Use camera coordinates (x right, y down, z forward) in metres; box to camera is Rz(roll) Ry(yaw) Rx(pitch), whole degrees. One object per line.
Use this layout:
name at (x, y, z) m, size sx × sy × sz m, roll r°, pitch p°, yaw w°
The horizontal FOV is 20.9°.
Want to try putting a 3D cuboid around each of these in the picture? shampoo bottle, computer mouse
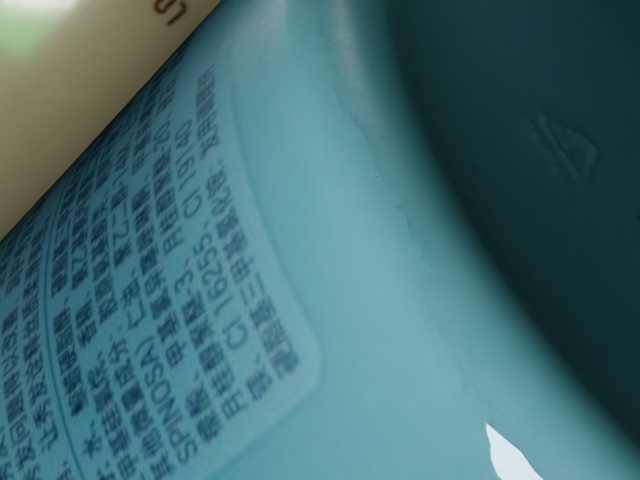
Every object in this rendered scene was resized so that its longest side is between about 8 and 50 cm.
shampoo bottle at (0.022, 0.099, 0.593) m, size 0.331 × 0.331 × 0.342 m, roll 35°, pitch 122°, yaw -17°
computer mouse at (-0.133, -0.066, 0.684) m, size 0.236 × 0.082 × 0.145 m, roll -26°, pitch 119°, yaw 24°
